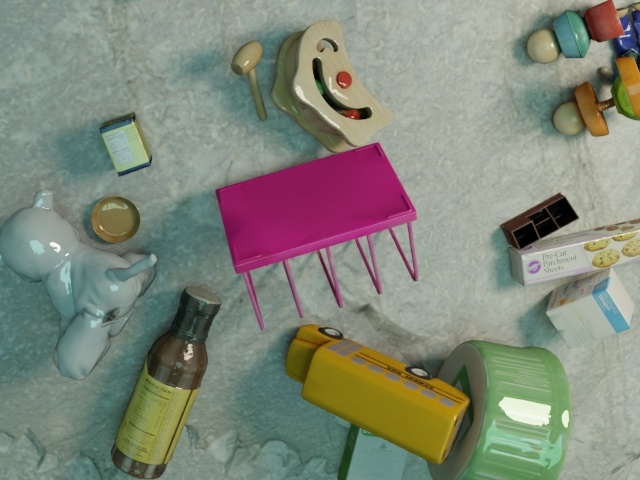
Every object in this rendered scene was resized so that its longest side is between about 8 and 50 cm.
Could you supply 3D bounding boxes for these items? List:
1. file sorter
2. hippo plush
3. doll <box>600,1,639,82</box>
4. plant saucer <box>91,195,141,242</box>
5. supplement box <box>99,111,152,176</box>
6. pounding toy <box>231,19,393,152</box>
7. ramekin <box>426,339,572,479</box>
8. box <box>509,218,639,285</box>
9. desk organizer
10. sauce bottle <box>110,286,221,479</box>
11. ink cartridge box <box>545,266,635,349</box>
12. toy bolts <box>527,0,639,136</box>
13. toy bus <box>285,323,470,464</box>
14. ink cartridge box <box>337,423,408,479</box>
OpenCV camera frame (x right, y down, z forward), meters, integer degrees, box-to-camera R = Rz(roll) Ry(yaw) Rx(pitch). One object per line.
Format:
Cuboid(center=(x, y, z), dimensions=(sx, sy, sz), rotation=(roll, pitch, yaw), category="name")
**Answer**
Cuboid(center=(0.000, 0.000, 1.371), dimensions=(0.290, 0.202, 0.182), rotation=(-17, 131, -4), category="file sorter")
Cuboid(center=(-0.416, 0.069, 1.305), dimensions=(0.236, 0.294, 0.234), rotation=(33, 82, -6), category="hippo plush")
Cuboid(center=(0.566, -0.325, 1.471), dimensions=(0.129, 0.046, 0.189), rotation=(-18, 105, 5), category="doll")
Cuboid(center=(-0.351, -0.038, 1.410), dimensions=(0.083, 0.015, 0.083), rotation=(-2, 105, -9), category="plant saucer")
Cuboid(center=(-0.318, -0.159, 1.348), dimensions=(0.056, 0.083, 0.083), rotation=(-20, 108, -4), category="supplement box")
Cuboid(center=(-0.018, -0.265, 1.379), dimensions=(0.269, 0.155, 0.154), rotation=(38, 67, -26), category="pounding toy")
Cuboid(center=(0.303, 0.324, 1.467), dimensions=(0.148, 0.303, 0.303), rotation=(14, 102, -11), category="ramekin")
Cuboid(center=(0.520, 0.016, 1.545), dimensions=(0.324, 0.063, 0.067), rotation=(-11, 106, -7), category="box")
Cuboid(center=(0.407, -0.034, 1.519), dimensions=(0.130, 0.050, 0.047), rotation=(-29, 108, -1), category="desk organizer")
Cuboid(center=(-0.266, 0.249, 1.453), dimensions=(0.111, 0.111, 0.344), rotation=(21, 99, -14), category="sauce bottle")
Cuboid(center=(0.495, 0.130, 1.529), dimensions=(0.143, 0.092, 0.090), rotation=(-28, 101, 34), category="ink cartridge box")
Cuboid(center=(0.449, -0.284, 1.396), dimensions=(0.158, 0.218, 0.228), rotation=(-19, 93, 22), category="toy bolts")
Cuboid(center=(0.086, 0.259, 1.428), dimensions=(0.332, 0.130, 0.108), rotation=(22, 104, 21), category="toy bus")
Cuboid(center=(0.112, 0.386, 1.576), dimensions=(0.109, 0.062, 0.209), rotation=(10, 102, -12), category="ink cartridge box")
